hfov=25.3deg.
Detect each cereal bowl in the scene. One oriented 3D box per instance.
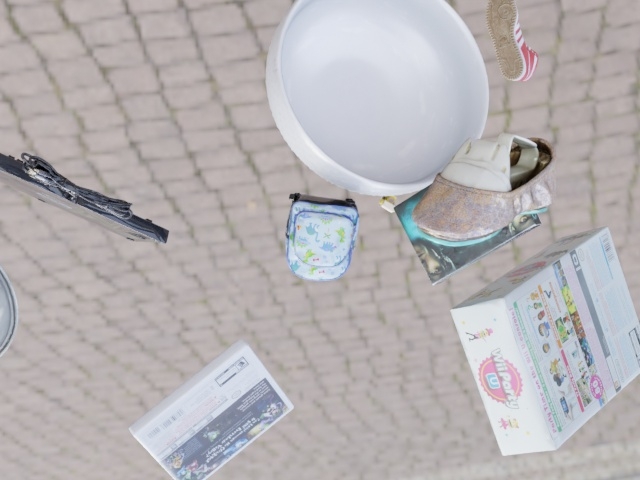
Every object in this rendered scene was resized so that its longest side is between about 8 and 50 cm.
[{"bbox_3d":[0.069,-0.221,2.102,0.339,0.338,0.141,5,166,-23],"label":"cereal bowl"}]

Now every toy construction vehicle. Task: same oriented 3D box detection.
[{"bbox_3d":[0.132,-0.069,2.362,0.086,0.098,0.035,32,107,-9],"label":"toy construction vehicle"}]

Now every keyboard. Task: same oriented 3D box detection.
[{"bbox_3d":[-0.351,-0.067,1.979,0.317,0.033,0.201,25,169,-29],"label":"keyboard"}]

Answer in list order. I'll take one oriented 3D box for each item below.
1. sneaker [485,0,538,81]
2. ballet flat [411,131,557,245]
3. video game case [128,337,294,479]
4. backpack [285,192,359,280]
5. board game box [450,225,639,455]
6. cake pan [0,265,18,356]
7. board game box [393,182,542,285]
[{"bbox_3d":[0.245,-0.258,1.815,0.042,0.118,0.067,-11,174,26],"label":"sneaker"},{"bbox_3d":[0.199,-0.073,1.691,0.108,0.106,0.316,18,-162,23],"label":"ballet flat"},{"bbox_3d":[-0.143,0.238,1.920,0.190,0.022,0.173,-39,138,-7],"label":"video game case"},{"bbox_3d":[0.000,0.000,2.032,0.105,0.114,0.084,7,-163,-1],"label":"backpack"},{"bbox_3d":[0.334,0.137,2.015,0.098,0.224,0.303,-14,-171,41],"label":"board game box"},{"bbox_3d":[-0.558,0.088,1.926,0.293,0.054,0.293,4,126,6],"label":"cake pan"},{"bbox_3d":[0.200,-0.034,1.955,0.186,0.126,0.026,-33,168,33],"label":"board game box"}]
